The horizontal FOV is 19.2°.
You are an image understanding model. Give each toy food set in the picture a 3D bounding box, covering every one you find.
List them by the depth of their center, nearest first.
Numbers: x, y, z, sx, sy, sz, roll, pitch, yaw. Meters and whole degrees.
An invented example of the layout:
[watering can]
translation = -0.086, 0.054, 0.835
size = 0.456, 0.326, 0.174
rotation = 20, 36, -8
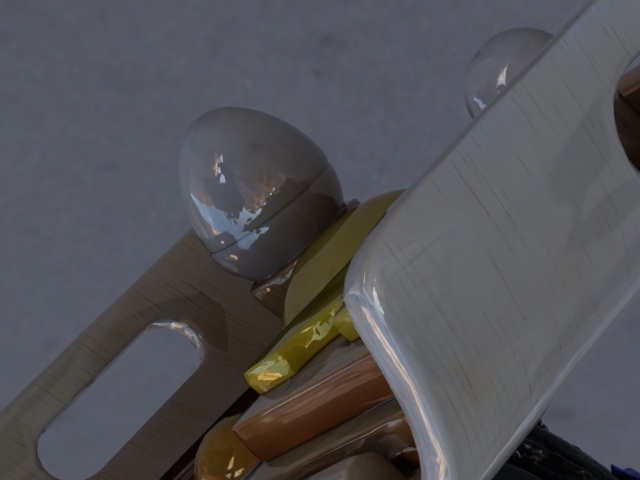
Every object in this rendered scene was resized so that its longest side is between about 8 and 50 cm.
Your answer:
[toy food set]
translation = 0.000, 0.000, 0.501
size = 0.092, 0.220, 0.306
rotation = 48, 144, -5

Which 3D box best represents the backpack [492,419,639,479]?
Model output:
[backpack]
translation = 0.079, 0.148, 0.592
size = 0.173, 0.158, 0.117
rotation = 25, -160, 30
